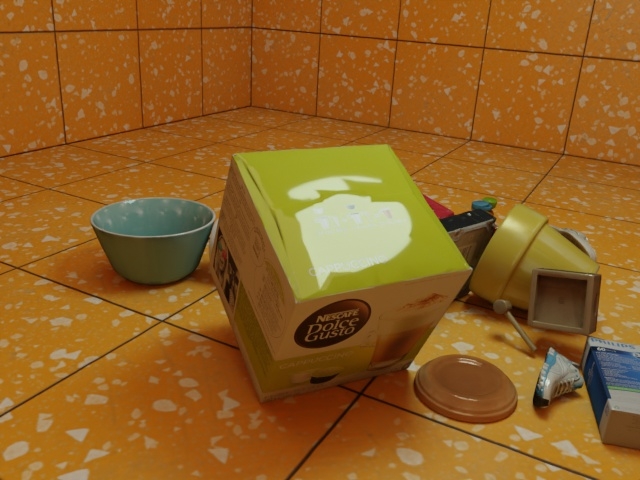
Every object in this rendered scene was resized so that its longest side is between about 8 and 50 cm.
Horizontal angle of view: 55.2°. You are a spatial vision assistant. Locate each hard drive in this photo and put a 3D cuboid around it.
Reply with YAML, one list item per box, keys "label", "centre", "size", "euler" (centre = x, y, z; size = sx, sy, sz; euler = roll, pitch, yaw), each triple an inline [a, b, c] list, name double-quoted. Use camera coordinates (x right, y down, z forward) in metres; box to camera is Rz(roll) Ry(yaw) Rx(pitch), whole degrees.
- label: "hard drive"
  centre: [0.270, 0.063, 1.467]
  size: [0.339, 0.237, 0.064]
  euler: [-14, 39, -39]

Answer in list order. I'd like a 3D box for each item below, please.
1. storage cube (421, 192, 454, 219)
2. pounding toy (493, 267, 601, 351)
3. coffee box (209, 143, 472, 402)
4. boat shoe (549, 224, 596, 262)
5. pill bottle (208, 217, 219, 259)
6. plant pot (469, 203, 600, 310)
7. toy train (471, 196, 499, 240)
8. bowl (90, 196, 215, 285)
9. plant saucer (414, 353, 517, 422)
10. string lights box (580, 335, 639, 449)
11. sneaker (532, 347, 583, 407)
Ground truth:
- label: "storage cube"
  centre: [0.197, -0.001, 1.543]
  size: [0.193, 0.215, 0.183]
  euler: [-29, 46, -27]
- label: "pounding toy"
  centre: [0.498, 0.153, 1.358]
  size: [0.206, 0.181, 0.094]
  euler: [6, 2, 35]
- label: "coffee box"
  centre: [0.012, 0.053, 1.170]
  size: [0.337, 0.334, 0.338]
  euler: [-8, 52, -25]
- label: "boat shoe"
  centre: [0.771, 0.011, 1.860]
  size: [0.096, 0.098, 0.277]
  euler: [-1, 21, -8]
- label: "pill bottle"
  centre: [-0.105, 0.026, 1.572]
  size: [0.334, 0.188, 0.188]
  euler: [9, 22, 13]
- label: "plant pot"
  centre: [0.531, 0.074, 1.503]
  size: [0.239, 0.254, 0.254]
  euler: [31, 32, 22]
- label: "toy train"
  centre: [0.542, -0.077, 1.986]
  size: [0.105, 0.143, 0.248]
  euler: [17, 26, 31]
- label: "bowl"
  centre: [-0.432, 0.008, 1.604]
  size: [0.311, 0.163, 0.311]
  euler: [3, 22, -1]
- label: "plant saucer"
  centre: [0.284, 0.279, 1.198]
  size: [0.200, 0.037, 0.200]
  euler: [3, 21, -1]
- label: "string lights box"
  centre: [0.591, 0.286, 1.170]
  size: [0.133, 0.077, 0.260]
  euler: [8, 22, 12]
- label: "sneaker"
  centre: [0.470, 0.274, 1.201]
  size: [0.083, 0.071, 0.190]
  euler: [20, 27, 23]
